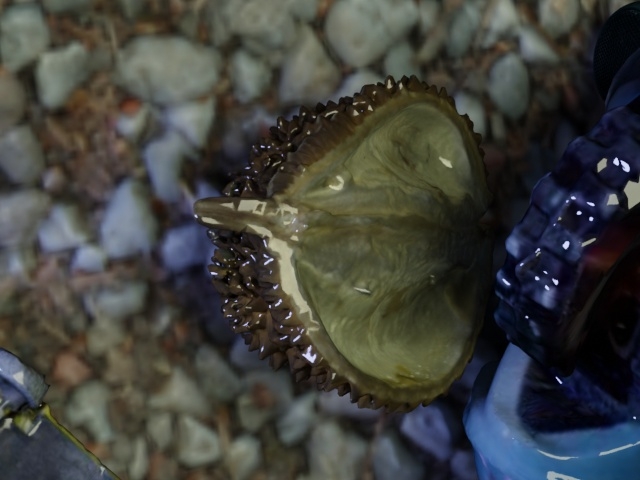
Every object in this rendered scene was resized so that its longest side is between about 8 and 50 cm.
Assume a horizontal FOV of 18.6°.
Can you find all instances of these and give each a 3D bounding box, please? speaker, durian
[{"bbox_3d":[0.179,-0.072,0.986,0.075,0.060,0.094,2,87,-30],"label":"speaker"},{"bbox_3d":[0.000,0.000,0.854,0.188,0.091,0.148,9,81,-53],"label":"durian"}]

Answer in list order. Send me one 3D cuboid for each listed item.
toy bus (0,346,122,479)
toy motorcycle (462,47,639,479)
[{"bbox_3d":[-0.112,0.116,0.793,0.226,0.074,0.081,45,68,-22],"label":"toy bus"},{"bbox_3d":[0.203,0.030,0.937,0.416,0.172,0.232,-9,128,-47],"label":"toy motorcycle"}]
